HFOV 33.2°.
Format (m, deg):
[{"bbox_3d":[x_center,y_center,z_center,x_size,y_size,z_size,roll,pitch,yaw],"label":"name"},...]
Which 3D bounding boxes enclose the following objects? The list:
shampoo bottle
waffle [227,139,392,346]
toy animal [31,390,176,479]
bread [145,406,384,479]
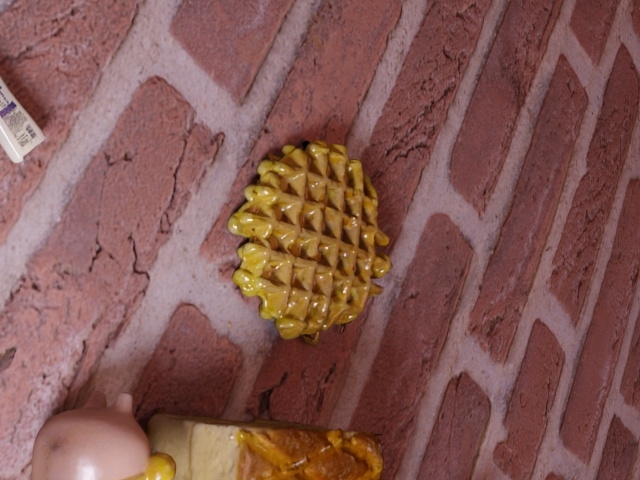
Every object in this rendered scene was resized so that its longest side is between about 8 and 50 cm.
[{"bbox_3d":[-0.354,-0.154,1.169,0.049,0.034,0.141,-48,123,-31],"label":"shampoo bottle"},{"bbox_3d":[-0.006,0.005,1.551,0.329,0.062,0.329,3,86,-50],"label":"waffle"},{"bbox_3d":[-0.255,0.286,1.175,0.149,0.165,0.248,35,56,-37],"label":"toy animal"},{"bbox_3d":[-0.077,0.362,1.338,0.279,0.207,0.278,19,75,-49],"label":"bread"}]
